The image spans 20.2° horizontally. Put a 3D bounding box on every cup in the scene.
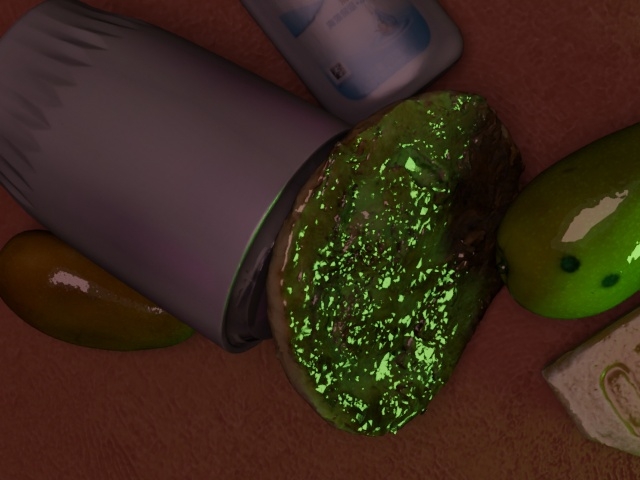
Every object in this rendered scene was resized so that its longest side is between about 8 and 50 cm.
[{"bbox_3d":[-0.154,-0.076,1.802,0.371,0.253,0.253,31,97,16],"label":"cup"}]

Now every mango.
[{"bbox_3d":[0.307,-0.032,1.799,0.293,0.175,0.143,-32,55,-1],"label":"mango"},{"bbox_3d":[-0.236,0.059,1.896,0.227,0.136,0.099,16,59,2],"label":"mango"}]

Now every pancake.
[{"bbox_3d":[0.082,0.015,1.766,0.065,0.356,0.356,26,98,40],"label":"pancake"}]

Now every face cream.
[{"bbox_3d":[-0.007,-0.281,1.867,0.163,0.080,0.336,-37,88,6],"label":"face cream"}]

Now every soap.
[{"bbox_3d":[0.359,0.126,1.841,0.232,0.073,0.140,-34,84,9],"label":"soap"}]
